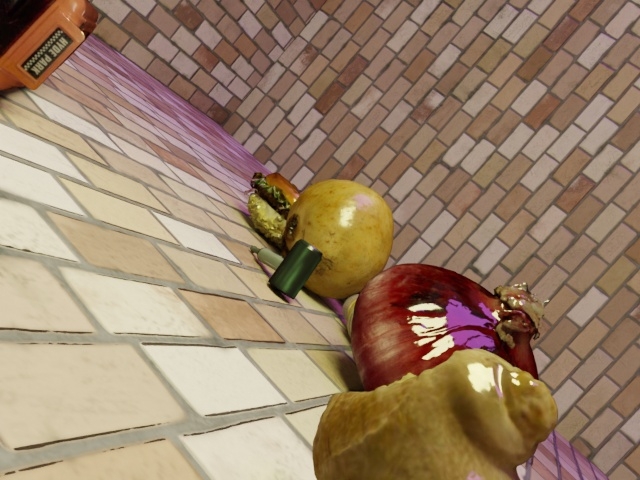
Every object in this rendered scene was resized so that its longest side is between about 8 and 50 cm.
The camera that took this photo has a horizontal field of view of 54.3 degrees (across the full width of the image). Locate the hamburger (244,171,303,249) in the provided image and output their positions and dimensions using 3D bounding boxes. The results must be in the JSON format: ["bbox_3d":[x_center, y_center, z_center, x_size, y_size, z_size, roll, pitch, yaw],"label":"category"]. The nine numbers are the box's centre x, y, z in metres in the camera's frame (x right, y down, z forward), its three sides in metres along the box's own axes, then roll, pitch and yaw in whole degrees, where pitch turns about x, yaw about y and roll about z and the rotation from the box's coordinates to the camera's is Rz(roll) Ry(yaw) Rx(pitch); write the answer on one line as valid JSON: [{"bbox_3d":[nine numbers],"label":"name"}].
[{"bbox_3d":[-0.086,-0.060,1.530,0.243,0.138,0.261,40,5,-29],"label":"hamburger"}]

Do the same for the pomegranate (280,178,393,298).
[{"bbox_3d":[0.038,-0.005,1.332,0.260,0.260,0.260,40,5,-4],"label":"pomegranate"}]

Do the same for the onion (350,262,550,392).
[{"bbox_3d":[0.219,0.167,0.958,0.347,0.285,0.347,35,29,-23],"label":"onion"}]

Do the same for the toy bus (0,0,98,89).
[{"bbox_3d":[-0.468,-0.354,0.933,0.233,0.203,0.427,44,1,-24],"label":"toy bus"}]

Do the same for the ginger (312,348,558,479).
[{"bbox_3d":[0.100,0.197,0.434,0.276,0.221,0.130,35,-8,31],"label":"ginger"}]

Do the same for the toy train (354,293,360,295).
[{"bbox_3d":[0.084,0.102,1.604,0.154,0.115,0.269,33,4,11],"label":"toy train"}]

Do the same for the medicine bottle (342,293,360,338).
[{"bbox_3d":[0.109,0.160,1.218,0.122,0.122,0.212,39,-5,-18],"label":"medicine bottle"}]

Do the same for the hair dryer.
[{"bbox_3d":[-0.081,0.033,1.159,0.057,0.100,0.198,41,-11,-36],"label":"hair dryer"}]
